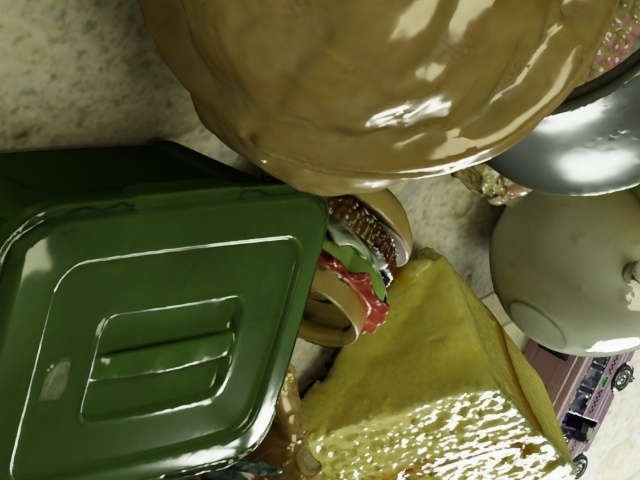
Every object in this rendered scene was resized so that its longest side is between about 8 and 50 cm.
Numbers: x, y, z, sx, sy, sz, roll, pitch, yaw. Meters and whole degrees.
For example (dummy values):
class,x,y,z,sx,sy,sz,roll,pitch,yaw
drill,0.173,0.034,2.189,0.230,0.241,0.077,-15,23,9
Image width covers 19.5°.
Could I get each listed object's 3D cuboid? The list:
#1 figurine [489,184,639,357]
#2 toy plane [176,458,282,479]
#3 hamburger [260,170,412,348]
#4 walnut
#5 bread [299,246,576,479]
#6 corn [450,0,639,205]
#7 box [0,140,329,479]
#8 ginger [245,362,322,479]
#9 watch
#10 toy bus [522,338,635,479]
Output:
class,x,y,z,sx,sy,sz,roll,pitch,yaw
figurine,0.308,-0.082,1.888,0.274,0.227,0.394,45,71,-24
toy plane,-0.026,0.271,1.621,0.104,0.326,0.223,-53,150,-47
hamburger,-0.002,0.000,1.581,0.137,0.175,0.175,-60,146,-22
walnut,0.041,-0.216,1.332,0.381,0.381,0.381,-29,134,-34
bread,0.085,0.161,1.859,0.236,0.198,0.263,-27,143,13
corn,0.226,-0.185,1.748,0.335,0.127,0.126,-54,144,-13
box,-0.173,0.048,1.399,0.329,0.178,0.252,-7,121,-49
ginger,-0.051,0.187,1.721,0.067,0.096,0.165,-9,92,-57
watch,0.217,-0.220,1.580,0.327,0.335,0.314,-41,143,3
toy bus,0.260,0.175,2.052,0.108,0.096,0.199,22,96,-49
